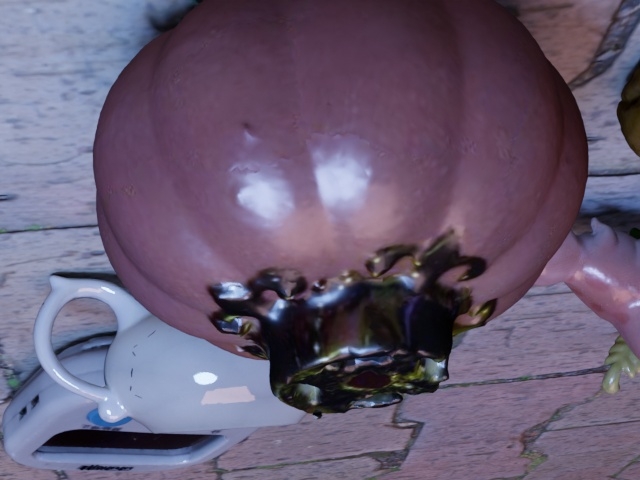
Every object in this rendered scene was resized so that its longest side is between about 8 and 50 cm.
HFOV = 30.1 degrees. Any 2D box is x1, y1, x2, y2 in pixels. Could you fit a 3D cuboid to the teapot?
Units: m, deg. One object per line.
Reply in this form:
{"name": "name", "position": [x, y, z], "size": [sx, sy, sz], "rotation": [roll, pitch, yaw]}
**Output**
{"name": "teapot", "position": [-0.106, 0.099, 1.073], "size": [0.300, 0.166, 0.208], "rotation": [11, 178, -23]}

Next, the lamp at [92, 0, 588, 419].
{"name": "lamp", "position": [0.014, -0.021, 0.726], "size": [0.305, 0.239, 0.305], "rotation": [-7, 156, -3]}

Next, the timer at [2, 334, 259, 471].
{"name": "timer", "position": [-0.196, 0.177, 1.272], "size": [0.262, 0.087, 0.237], "rotation": [9, 149, -34]}

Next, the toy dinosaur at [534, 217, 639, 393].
{"name": "toy dinosaur", "position": [0.265, 0.031, 1.043], "size": [0.177, 0.194, 0.152], "rotation": [-20, 173, -33]}

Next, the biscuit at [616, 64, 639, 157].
{"name": "biscuit", "position": [0.392, -0.142, 0.801], "size": [0.359, 0.074, 0.381], "rotation": [-10, 153, -2]}
